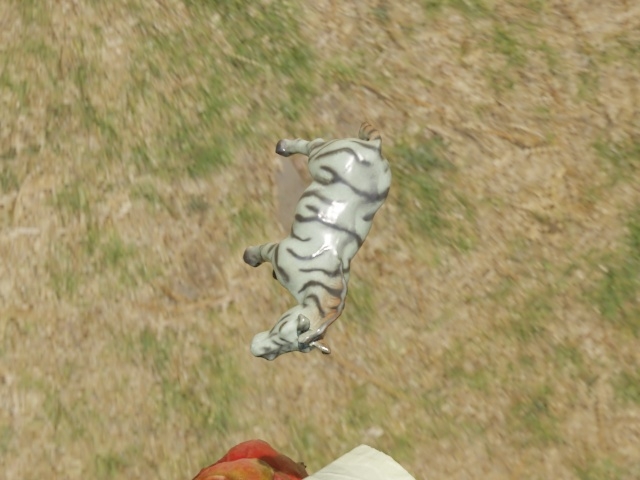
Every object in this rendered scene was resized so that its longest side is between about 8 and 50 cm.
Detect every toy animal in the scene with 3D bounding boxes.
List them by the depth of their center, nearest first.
[{"bbox_3d":[-0.010,0.007,1.329,0.090,0.170,0.255,26,63,-27],"label":"toy animal"}]

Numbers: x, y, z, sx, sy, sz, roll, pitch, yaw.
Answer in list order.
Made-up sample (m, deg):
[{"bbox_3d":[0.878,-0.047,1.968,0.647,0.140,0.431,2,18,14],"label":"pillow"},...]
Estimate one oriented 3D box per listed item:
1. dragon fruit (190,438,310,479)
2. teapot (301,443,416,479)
[{"bbox_3d":[-0.051,0.378,1.538,0.329,0.228,0.286,38,73,21],"label":"dragon fruit"},{"bbox_3d":[-0.026,0.224,0.926,0.200,0.077,0.107,-25,130,-34],"label":"teapot"}]
